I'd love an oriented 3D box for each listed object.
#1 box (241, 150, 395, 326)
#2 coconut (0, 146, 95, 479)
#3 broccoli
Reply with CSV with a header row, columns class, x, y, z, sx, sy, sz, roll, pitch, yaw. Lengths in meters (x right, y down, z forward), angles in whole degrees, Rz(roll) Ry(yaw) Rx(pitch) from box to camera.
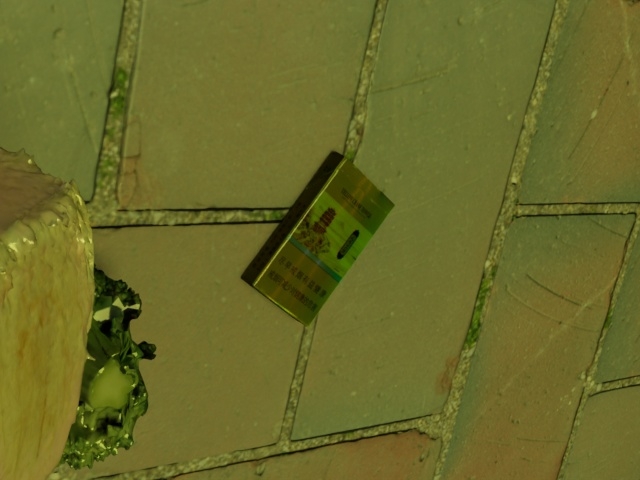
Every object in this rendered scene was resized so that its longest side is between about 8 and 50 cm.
class,x,y,z,sx,sy,sz,roll,pitch,yaw
box,0.000,0.000,1.389,0.193,0.030,0.121,-55,135,-6
coconut,-0.385,0.101,0.854,0.405,0.405,0.404,-19,122,-33
broccoli,-0.256,0.113,1.125,0.198,0.176,0.226,-17,144,-50
